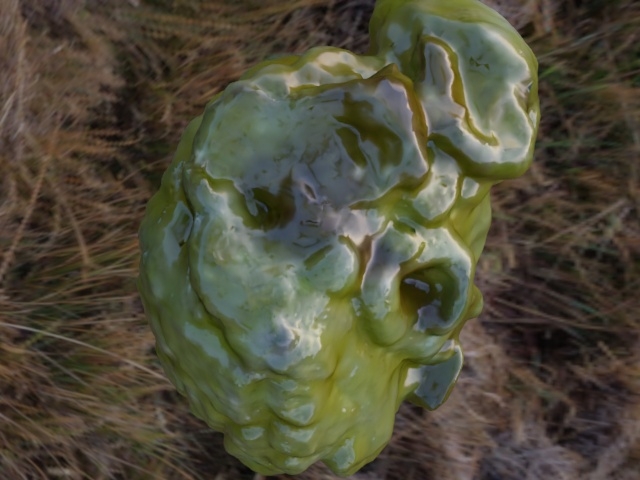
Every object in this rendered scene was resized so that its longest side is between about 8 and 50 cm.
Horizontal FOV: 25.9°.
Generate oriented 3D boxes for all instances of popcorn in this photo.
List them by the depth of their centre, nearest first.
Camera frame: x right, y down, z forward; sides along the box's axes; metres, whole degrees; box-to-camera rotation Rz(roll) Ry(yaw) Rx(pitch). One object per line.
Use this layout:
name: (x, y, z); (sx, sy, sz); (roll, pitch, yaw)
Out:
popcorn: (0.000, 0.000, 0.777); (0.225, 0.174, 0.286); (-19, 136, -53)
